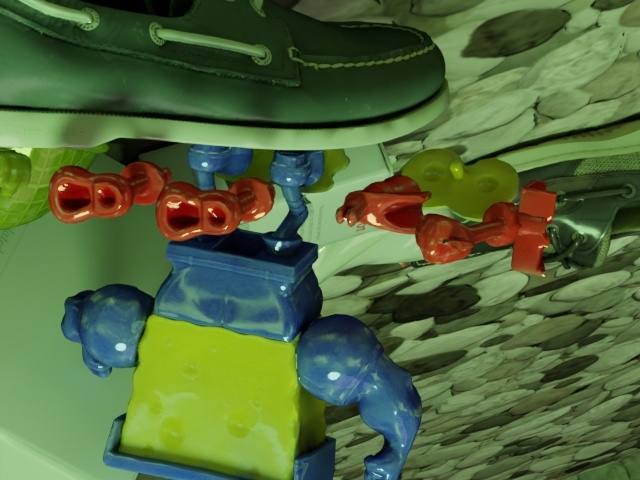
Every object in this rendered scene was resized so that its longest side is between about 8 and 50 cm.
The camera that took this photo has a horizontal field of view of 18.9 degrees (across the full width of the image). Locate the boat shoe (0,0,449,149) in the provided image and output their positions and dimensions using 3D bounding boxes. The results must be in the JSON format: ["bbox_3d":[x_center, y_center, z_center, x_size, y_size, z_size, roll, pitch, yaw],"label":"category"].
[{"bbox_3d":[-0.064,-0.102,0.930,0.319,0.099,0.116,-3,-162,-33],"label":"boat shoe"}]

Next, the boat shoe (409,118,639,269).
[{"bbox_3d":[0.196,-0.024,1.455,0.285,0.092,0.103,-16,162,-9],"label":"boat shoe"}]

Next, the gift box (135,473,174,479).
[{"bbox_3d":[-0.191,0.260,1.509,0.276,0.258,0.255,-5,-155,-6],"label":"gift box"}]

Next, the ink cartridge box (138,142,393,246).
[{"bbox_3d":[-0.035,-0.031,1.246,0.150,0.063,0.109,-17,162,-8],"label":"ink cartridge box"}]

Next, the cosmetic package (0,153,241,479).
[{"bbox_3d":[-0.205,0.106,1.199,0.155,0.197,0.365,30,144,-9],"label":"cosmetic package"}]

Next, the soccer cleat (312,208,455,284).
[{"bbox_3d":[0.000,0.000,1.393,0.196,0.068,0.076,-18,138,11],"label":"soccer cleat"}]

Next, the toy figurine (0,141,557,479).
[{"bbox_3d":[-0.079,0.057,0.946,0.362,0.217,0.191,9,-166,14],"label":"toy figurine"}]
